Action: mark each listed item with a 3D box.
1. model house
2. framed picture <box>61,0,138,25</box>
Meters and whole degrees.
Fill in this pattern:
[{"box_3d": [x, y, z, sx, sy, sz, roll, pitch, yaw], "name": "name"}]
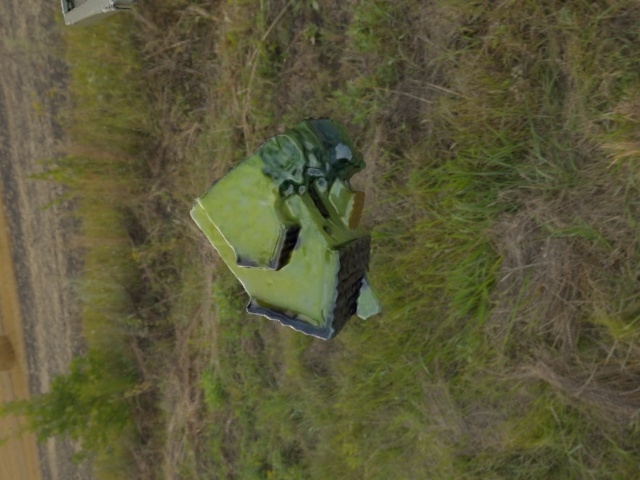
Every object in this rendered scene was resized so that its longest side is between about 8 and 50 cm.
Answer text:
[{"box_3d": [0.000, 0.000, 0.573, 0.170, 0.194, 0.211, -34, 87, 15], "name": "model house"}, {"box_3d": [-0.138, -0.249, 0.269, 0.189, 0.023, 0.259, 28, 124, 56], "name": "framed picture"}]
